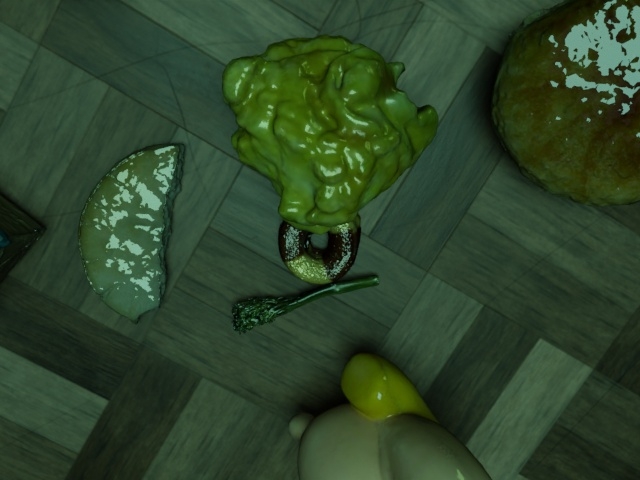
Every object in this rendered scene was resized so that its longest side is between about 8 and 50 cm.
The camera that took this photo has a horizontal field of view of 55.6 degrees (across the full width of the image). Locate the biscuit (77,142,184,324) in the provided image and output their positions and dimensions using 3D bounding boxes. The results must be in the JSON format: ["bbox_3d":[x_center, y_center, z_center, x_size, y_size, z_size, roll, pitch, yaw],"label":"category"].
[{"bbox_3d":[-0.292,-0.013,0.910,0.141,0.038,0.290,11,101,-4],"label":"biscuit"}]

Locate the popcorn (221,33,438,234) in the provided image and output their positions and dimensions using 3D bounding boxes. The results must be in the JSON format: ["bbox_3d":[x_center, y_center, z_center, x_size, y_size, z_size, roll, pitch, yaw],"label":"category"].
[{"bbox_3d":[0.002,-0.159,0.797,0.250,0.242,0.235,50,135,-3],"label":"popcorn"}]

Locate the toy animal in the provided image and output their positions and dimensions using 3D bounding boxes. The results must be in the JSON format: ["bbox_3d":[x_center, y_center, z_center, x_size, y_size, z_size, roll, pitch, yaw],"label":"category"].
[{"bbox_3d":[0.102,0.364,0.878,0.246,0.345,0.278,-37,135,-5],"label":"toy animal"}]

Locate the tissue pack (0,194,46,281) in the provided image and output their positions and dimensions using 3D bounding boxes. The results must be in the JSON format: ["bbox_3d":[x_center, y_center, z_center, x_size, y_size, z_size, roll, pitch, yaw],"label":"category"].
[{"bbox_3d":[-0.564,-0.026,0.846,0.271,0.134,0.192,42,98,-10],"label":"tissue pack"}]

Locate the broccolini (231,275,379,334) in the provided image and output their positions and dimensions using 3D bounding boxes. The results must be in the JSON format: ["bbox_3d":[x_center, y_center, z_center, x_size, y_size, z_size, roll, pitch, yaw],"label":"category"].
[{"bbox_3d":[-0.024,0.089,0.944,0.239,0.054,0.051,-17,76,-4],"label":"broccolini"}]

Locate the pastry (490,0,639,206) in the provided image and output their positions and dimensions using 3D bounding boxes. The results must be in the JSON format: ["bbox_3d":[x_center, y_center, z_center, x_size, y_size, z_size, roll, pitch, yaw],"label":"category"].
[{"bbox_3d":[0.395,-0.189,0.828,0.329,0.136,0.330,4,113,10],"label":"pastry"}]

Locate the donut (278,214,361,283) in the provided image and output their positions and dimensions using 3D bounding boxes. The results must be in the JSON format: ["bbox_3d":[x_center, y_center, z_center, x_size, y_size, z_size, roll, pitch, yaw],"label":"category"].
[{"bbox_3d":[0.000,0.000,0.918,0.140,0.059,0.141,0,100,0],"label":"donut"}]
